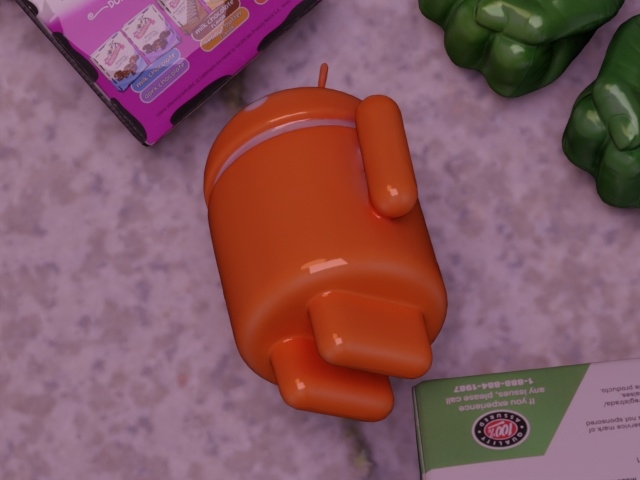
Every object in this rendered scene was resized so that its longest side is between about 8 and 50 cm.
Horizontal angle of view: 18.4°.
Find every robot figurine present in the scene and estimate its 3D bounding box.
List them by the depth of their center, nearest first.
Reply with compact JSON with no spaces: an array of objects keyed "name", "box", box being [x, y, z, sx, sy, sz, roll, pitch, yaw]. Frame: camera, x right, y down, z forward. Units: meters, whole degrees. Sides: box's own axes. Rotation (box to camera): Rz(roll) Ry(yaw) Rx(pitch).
[{"name":"robot figurine","box":[-0.001,0.001,1.161,0.128,0.158,0.219,-14,52,-1]}]

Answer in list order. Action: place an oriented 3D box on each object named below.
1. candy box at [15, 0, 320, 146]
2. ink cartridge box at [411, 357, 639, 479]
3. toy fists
[{"name":"candy box","box":[-0.125,-0.195,1.220,0.159,0.071,0.233,-41,99,-6]},{"name":"ink cartridge box","box":[0.165,0.209,1.078,0.201,0.117,0.278,-6,51,1]},{"name":"toy fists","box":[0.176,-0.122,1.213,0.279,0.096,0.142,44,84,9]}]
